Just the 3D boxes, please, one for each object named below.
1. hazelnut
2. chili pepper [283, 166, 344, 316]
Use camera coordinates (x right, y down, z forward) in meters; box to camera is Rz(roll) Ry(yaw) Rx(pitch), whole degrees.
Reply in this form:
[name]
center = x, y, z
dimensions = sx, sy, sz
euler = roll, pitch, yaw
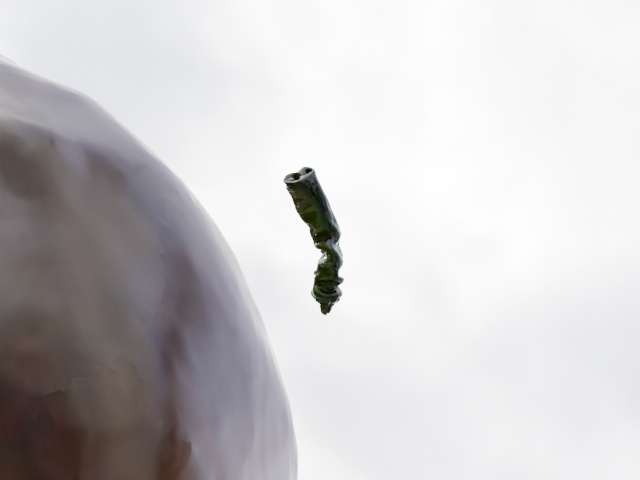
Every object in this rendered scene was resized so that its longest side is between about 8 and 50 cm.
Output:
[hazelnut]
center = -0.163, 0.087, 0.819
dimensions = 0.372, 0.315, 0.372
euler = 21, -64, 52
[chili pepper]
center = 0.000, 0.000, 1.018
dimensions = 0.022, 0.027, 0.083
euler = -8, -76, 24
